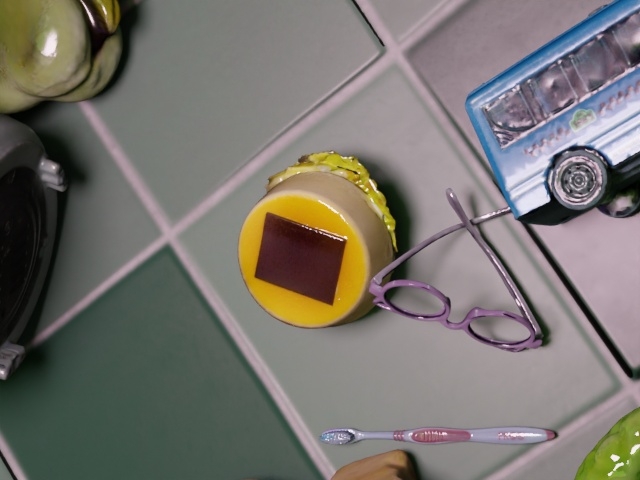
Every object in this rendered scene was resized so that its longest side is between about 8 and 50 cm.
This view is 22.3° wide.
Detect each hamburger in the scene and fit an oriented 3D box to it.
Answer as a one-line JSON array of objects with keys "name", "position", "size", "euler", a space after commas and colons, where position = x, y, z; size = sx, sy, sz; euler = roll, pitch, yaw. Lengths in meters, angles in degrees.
[{"name": "hamburger", "position": [0.000, 0.000, 1.277], "size": [0.126, 0.081, 0.141], "euler": [2, 105, 24]}]

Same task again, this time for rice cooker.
[{"name": "rice cooker", "position": [-0.379, -0.013, 1.324], "size": [0.316, 0.317, 0.264], "euler": [13, 67, 21]}]

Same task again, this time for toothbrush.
[{"name": "toothbrush", "position": [0.090, 0.154, 1.280], "size": [0.193, 0.019, 0.013], "euler": [-3, 90, 20]}]

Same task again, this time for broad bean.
[{"name": "broad bean", "position": [-0.267, -0.189, 1.369], "size": [0.228, 0.100, 0.169], "euler": [-2, 86, 24]}]

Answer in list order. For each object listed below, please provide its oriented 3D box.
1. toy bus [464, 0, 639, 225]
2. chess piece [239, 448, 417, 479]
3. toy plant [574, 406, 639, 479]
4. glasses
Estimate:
[{"name": "toy bus", "position": [0.235, -0.110, 1.161], "size": [0.246, 0.113, 0.134], "euler": [-32, 75, 21]}, {"name": "chess piece", "position": [-0.056, 0.246, 1.279], "size": [0.300, 0.137, 0.137], "euler": [-21, 84, 22]}, {"name": "toy plant", "position": [0.296, 0.126, 1.124], "size": [0.224, 0.184, 0.316], "euler": [7, 106, 3]}, {"name": "glasses", "position": [0.113, 0.017, 1.249], "size": [0.140, 0.062, 0.104], "euler": [17, 62, -7]}]
